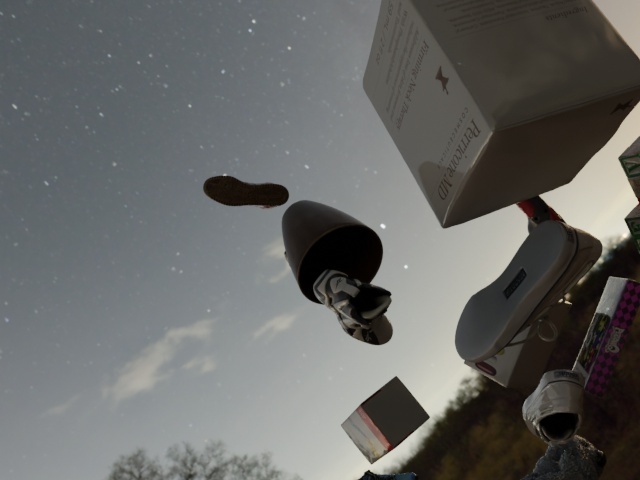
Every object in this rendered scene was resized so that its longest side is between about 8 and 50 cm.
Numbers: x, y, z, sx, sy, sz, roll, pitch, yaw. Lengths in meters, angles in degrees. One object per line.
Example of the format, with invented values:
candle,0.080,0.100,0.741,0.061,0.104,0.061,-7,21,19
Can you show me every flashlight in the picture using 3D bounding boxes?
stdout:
flashlight,0.539,-0.093,1.603,0.103,0.304,0.103,-23,38,51

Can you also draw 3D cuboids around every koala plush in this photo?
koala plush,0.510,0.481,1.237,0.203,0.196,0.221,-35,6,35

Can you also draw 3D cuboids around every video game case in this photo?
video game case,0.581,0.188,1.223,0.232,0.042,0.210,-70,-16,4

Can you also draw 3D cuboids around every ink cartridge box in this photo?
ink cartridge box,0.153,0.439,1.461,0.128,0.127,0.176,-31,-20,-31

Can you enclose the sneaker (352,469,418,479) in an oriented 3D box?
sneaker,0.111,0.473,1.147,0.162,0.073,0.063,-26,21,25

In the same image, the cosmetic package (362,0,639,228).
cosmetic package,0.324,-0.303,1.159,0.328,0.393,0.329,-19,-24,-14

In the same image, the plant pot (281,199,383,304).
plant pot,0.000,0.000,1.440,0.216,0.230,0.215,-14,-54,-20

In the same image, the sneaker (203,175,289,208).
sneaker,-0.104,-0.067,0.855,0.067,0.119,0.042,-143,61,-86

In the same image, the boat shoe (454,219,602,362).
boat shoe,0.411,0.116,1.169,0.157,0.135,0.367,13,-53,-20

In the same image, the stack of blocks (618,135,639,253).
stack of blocks,0.651,-0.051,1.080,0.087,0.297,0.171,-39,15,-27

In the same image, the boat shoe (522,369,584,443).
boat shoe,0.439,0.333,1.120,0.267,0.096,0.088,84,-166,-54

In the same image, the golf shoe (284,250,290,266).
golf shoe,-0.034,0.060,1.846,0.086,0.176,0.069,49,-132,-51

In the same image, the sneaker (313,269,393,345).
sneaker,0.104,0.154,1.241,0.094,0.153,0.235,-47,-62,-17

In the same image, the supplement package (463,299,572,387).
supplement package,0.555,0.262,1.689,0.204,0.145,0.261,12,-80,-46
